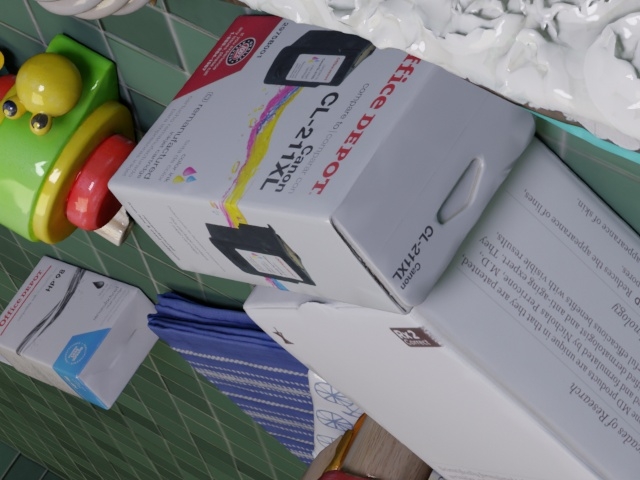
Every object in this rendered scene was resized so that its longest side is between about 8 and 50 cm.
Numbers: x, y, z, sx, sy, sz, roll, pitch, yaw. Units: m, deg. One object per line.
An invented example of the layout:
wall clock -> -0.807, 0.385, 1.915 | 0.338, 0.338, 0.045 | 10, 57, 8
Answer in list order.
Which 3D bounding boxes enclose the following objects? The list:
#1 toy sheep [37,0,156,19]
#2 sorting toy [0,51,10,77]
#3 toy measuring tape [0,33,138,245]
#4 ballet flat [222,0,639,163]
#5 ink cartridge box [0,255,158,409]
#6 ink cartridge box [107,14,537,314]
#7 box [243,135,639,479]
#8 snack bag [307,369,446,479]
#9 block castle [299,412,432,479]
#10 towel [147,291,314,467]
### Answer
toy sheep -> -0.121, -0.152, 0.753 | 0.091, 0.091, 0.132 | 14, -176, 43
sorting toy -> -0.249, -0.121, 1.100 | 0.083, 0.045, 0.075 | 32, 179, 4
toy measuring tape -> -0.185, -0.035, 1.092 | 0.121, 0.121, 0.330 | 31, 161, 8
ballet flat -> 0.077, -0.104, 0.493 | 0.409, 0.147, 0.147 | 24, 158, 30
ink cartridge box -> -0.245, 0.082, 1.473 | 0.180, 0.104, 0.060 | 15, 154, 41
ink cartridge box -> -0.001, -0.044, 0.760 | 0.175, 0.127, 0.072 | 9, 146, 48
box -> 0.087, 0.044, 0.842 | 0.182, 0.119, 0.181 | 41, 160, -21
snack bag -> 0.140, 0.224, 1.254 | 0.323, 0.037, 0.342 | 23, 157, 12
block castle -> 0.168, 0.293, 1.053 | 0.453, 0.213, 0.303 | 29, 154, -1
towel -> 0.019, 0.159, 1.364 | 0.243, 0.040, 0.336 | 6, 148, 48
